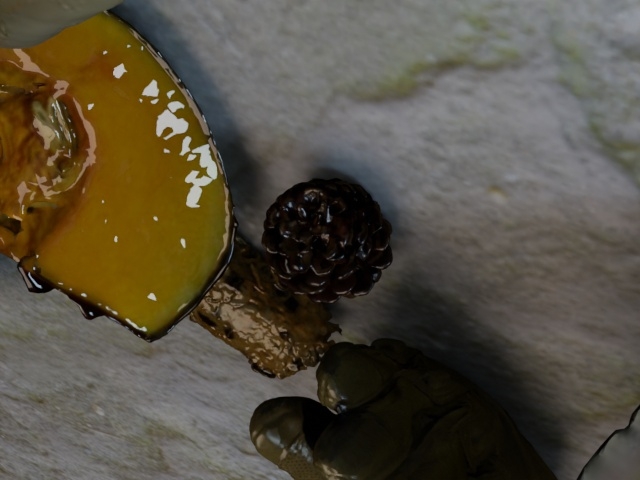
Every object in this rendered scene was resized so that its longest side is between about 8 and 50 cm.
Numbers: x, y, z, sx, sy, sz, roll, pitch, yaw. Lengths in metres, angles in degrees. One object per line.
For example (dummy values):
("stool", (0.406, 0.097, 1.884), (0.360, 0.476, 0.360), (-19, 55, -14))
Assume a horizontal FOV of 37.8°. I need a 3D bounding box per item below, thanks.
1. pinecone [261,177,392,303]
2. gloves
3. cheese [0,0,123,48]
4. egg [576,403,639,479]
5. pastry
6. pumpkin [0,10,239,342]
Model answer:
("pinecone", (0.000, 0.000, 0.540), (0.077, 0.083, 0.077), (0, 90, 26))
("gloves", (0.070, 0.160, 0.617), (0.154, 0.141, 0.331), (38, 163, 40))
("cheese", (-0.134, -0.193, 0.392), (0.235, 0.117, 0.218), (12, 137, 29))
("egg", (0.288, 0.247, 0.397), (0.355, 0.354, 0.340), (1, 151, 36))
("pastry", (-0.057, 0.040, 0.648), (0.140, 0.056, 0.080), (43, 136, -2))
("pumpkin", (-0.194, -0.086, 0.570), (0.312, 0.169, 0.148), (28, -170, -24))
